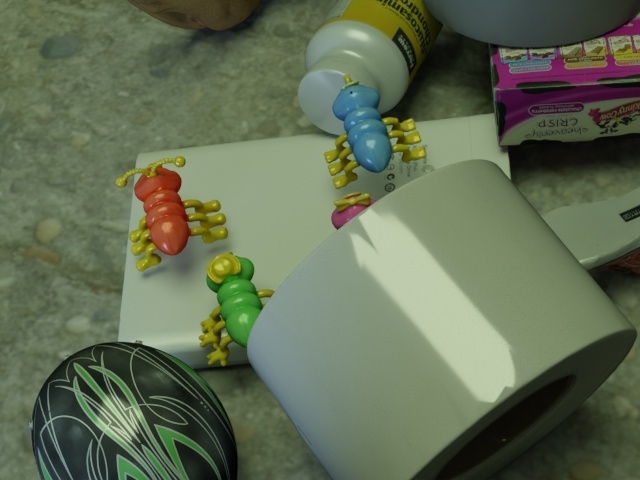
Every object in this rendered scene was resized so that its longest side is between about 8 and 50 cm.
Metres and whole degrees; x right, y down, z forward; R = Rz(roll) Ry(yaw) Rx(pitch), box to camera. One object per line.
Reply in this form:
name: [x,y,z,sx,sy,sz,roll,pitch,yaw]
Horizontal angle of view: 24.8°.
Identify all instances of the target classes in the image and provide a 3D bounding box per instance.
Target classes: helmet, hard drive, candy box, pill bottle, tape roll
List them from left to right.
helmet: [-0.147,0.164,1.154,0.169,0.161,0.169,-6,52,8]
hard drive: [0.000,0.000,1.320,0.353,0.047,0.233,-6,53,8]
pill bottle: [0.046,-0.183,1.391,0.103,0.103,0.184,10,44,20]
tape roll: [0.090,0.080,1.090,0.246,0.246,0.169,-32,70,-12]
tape roll: [0.199,-0.270,1.351,0.219,0.072,0.219,-4,42,3]
candy box: [0.236,-0.188,1.361,0.159,0.071,0.233,-3,42,6]

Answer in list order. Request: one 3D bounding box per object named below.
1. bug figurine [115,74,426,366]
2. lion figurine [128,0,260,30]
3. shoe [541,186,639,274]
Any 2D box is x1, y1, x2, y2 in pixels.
bug figurine: [-0.033,-0.022,1.246,0.279,0.072,0.216,-23,61,1]
lion figurine: [-0.048,-0.321,1.499,0.392,0.240,0.142,-30,62,8]
shoe: [0.250,0.005,1.234,0.178,0.081,0.063,-21,52,-8]
